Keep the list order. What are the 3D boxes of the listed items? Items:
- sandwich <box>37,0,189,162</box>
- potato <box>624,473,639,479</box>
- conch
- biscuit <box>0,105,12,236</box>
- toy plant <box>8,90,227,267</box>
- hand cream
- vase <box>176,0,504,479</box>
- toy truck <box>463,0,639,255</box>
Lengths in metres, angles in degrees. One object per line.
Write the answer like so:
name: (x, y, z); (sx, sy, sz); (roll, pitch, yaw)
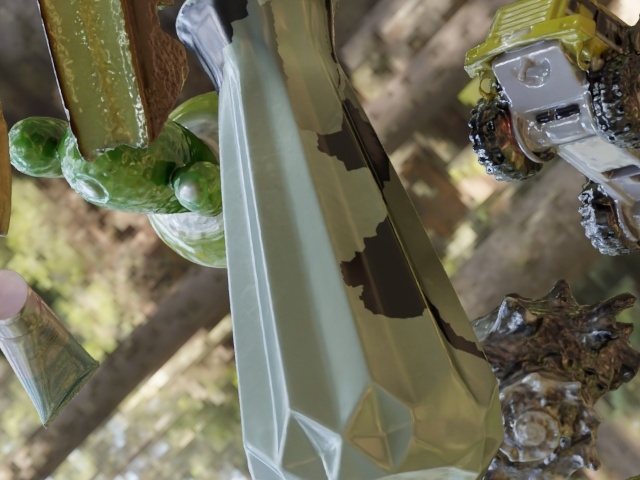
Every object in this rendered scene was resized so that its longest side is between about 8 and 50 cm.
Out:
sandwich: (-0.170, -0.175, 1.425); (0.088, 0.090, 0.244); (17, -124, -62)
potato: (0.385, 0.313, 1.573); (0.173, 0.307, 0.210); (27, -112, -67)
conch: (0.267, 0.182, 2.145); (0.240, 0.313, 0.186); (41, 169, 20)
biscuit: (-0.291, -0.099, 1.414); (0.041, 0.212, 0.239); (-8, -123, -33)
toy plant: (-0.146, -0.064, 1.724); (0.224, 0.184, 0.316); (17, -173, 30)
hand cream: (-0.346, 0.138, 2.164); (0.070, 0.111, 0.312); (30, 163, 24)
vase: (0.000, 0.000, 1.122); (0.165, 0.165, 0.360); (21, -133, -52)
toy truck: (0.219, -0.065, 1.188); (0.286, 0.136, 0.111); (35, -123, -35)
